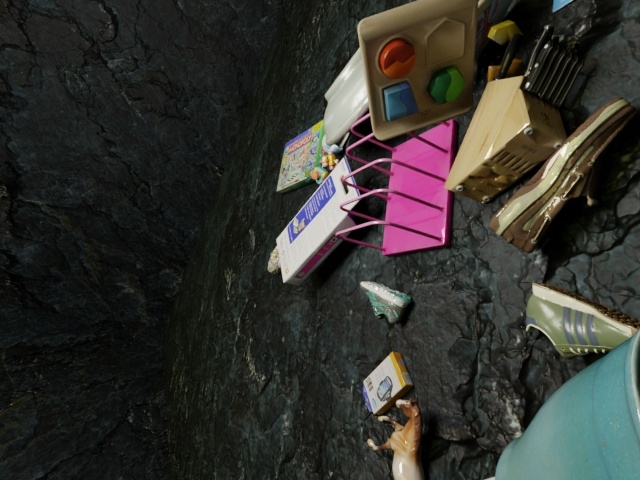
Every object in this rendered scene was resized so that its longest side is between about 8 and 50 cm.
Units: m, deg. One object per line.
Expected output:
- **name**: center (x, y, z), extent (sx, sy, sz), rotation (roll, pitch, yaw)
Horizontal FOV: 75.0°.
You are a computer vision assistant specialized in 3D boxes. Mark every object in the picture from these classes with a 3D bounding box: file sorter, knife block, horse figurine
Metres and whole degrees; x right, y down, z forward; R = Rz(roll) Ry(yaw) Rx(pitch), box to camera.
- **file sorter**: center (0.162, -0.134, 0.943), extent (0.202, 0.182, 0.291), rotation (-16, 63, 58)
- **knife block**: center (0.341, -0.236, 0.766), extent (0.276, 0.088, 0.242), rotation (132, 151, -51)
- **horse figurine**: center (0.150, 0.442, 0.799), extent (0.174, 0.066, 0.264), rotation (-38, 42, 56)

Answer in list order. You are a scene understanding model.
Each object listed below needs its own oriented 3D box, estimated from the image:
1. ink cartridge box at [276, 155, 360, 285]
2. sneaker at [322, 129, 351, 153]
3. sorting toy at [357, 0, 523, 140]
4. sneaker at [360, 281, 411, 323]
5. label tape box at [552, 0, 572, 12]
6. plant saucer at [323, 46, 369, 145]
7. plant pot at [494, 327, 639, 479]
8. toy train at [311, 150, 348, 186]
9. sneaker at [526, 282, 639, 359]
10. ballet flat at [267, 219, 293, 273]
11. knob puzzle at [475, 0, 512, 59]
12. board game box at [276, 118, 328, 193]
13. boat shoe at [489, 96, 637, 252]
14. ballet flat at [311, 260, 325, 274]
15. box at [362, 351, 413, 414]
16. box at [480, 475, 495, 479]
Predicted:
- **ink cartridge box**: center (-0.001, -0.046, 1.186), extent (0.371, 0.069, 0.176), rotation (-50, 39, 34)
- **sneaker**: center (0.074, -0.394, 1.349), extent (0.086, 0.085, 0.237), rotation (17, 92, 46)
- **sorting toy**: center (0.231, -0.325, 0.762), extent (0.041, 0.307, 0.229), rotation (-108, 0, -47)
- **sneaker**: center (0.139, 0.144, 0.974), extent (0.166, 0.064, 0.076), rotation (23, 100, 63)
- **label tape box**: center (0.497, -0.566, 0.641), extent (0.333, 0.105, 0.241), rotation (-10, 66, 59)
- **plant saucer**: center (0.113, -0.442, 1.116), extent (0.400, 0.100, 0.400), rotation (-50, 13, 16)
- **plant pot**: center (0.319, 0.251, 0.404), extent (0.255, 0.271, 0.272), rotation (117, 153, -48)
- **toy train**: center (0.024, -0.211, 1.334), extent (0.166, 0.046, 0.125), rotation (-39, 68, 51)
- **sneaker**: center (0.368, 0.130, 0.575), extent (0.192, 0.064, 0.086), rotation (35, 114, 61)
- **ballet flat**: center (-0.118, 0.037, 1.472), extent (0.077, 0.091, 0.241), rotation (46, 122, 33)
- **knob puzzle**: center (0.322, -0.438, 0.842), extent (0.030, 0.213, 0.213), rotation (40, 117, 18)
- **board game box**: center (-0.065, -0.308, 1.585), extent (0.317, 0.046, 0.214), rotation (-10, 68, 59)
- **boat shoe**: center (0.387, -0.087, 0.641), extent (0.095, 0.095, 0.257), rotation (47, 116, 21)
- **ballet flat**: center (0.000, 0.000, 1.305), extent (0.073, 0.080, 0.232), rotation (-74, 7, -81)
- **box**: center (0.142, 0.318, 0.914), extent (0.136, 0.028, 0.081), rotation (-58, 32, 32)
- **box**: center (0.286, 0.419, 0.584), extent (0.233, 0.044, 0.159), rotation (-49, 37, 39)
